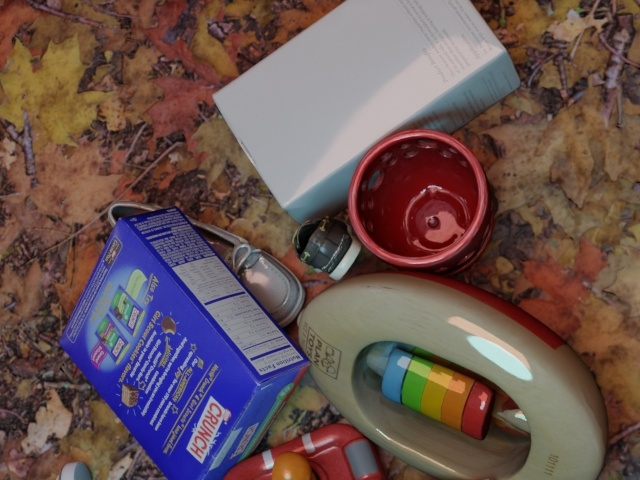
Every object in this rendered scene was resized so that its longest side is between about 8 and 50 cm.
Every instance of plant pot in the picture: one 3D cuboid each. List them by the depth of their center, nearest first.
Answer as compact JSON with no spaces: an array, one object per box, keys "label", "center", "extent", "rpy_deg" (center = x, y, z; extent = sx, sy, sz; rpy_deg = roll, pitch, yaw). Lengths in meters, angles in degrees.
[{"label":"plant pot","center":[0.150,-0.041,1.850],"extent":[0.191,0.174,0.191],"rpy_deg":[-4,76,17]}]

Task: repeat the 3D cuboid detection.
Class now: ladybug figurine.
[{"label":"ladybug figurine","center":[0.177,0.172,1.763],"extent":[0.449,0.305,0.162],"rpy_deg":[26,44,19]}]

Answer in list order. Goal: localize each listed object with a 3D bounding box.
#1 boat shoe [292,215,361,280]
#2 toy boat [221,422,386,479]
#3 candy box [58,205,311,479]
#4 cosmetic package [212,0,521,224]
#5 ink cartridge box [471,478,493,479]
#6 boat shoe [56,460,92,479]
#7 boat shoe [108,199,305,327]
[{"label":"boat shoe","center":[0.000,0.000,1.861],"extent":[0.068,0.228,0.081],"rpy_deg":[33,89,-11]},{"label":"toy boat","center":[-0.033,0.330,1.816],"extent":[0.231,0.151,0.151],"rpy_deg":[-23,59,2]},{"label":"candy box","center":[-0.195,0.156,1.874],"extent":[0.317,0.122,0.268],"rpy_deg":[49,129,21]},{"label":"cosmetic package","center":[0.067,-0.214,1.927],"extent":[0.385,0.156,0.217],"rpy_deg":[-34,70,8]},{"label":"ink cartridge box","center":[0.129,0.418,1.747],"extent":[0.234,0.088,0.193],"rpy_deg":[-9,120,14]},{"label":"boat shoe","center":[-0.378,0.456,1.946],"extent":[0.088,0.096,0.268],"rpy_deg":[-3,85,12]},{"label":"boat shoe","center":[-0.171,0.031,1.968],"extent":[0.320,0.103,0.118],"rpy_deg":[30,88,21]}]
